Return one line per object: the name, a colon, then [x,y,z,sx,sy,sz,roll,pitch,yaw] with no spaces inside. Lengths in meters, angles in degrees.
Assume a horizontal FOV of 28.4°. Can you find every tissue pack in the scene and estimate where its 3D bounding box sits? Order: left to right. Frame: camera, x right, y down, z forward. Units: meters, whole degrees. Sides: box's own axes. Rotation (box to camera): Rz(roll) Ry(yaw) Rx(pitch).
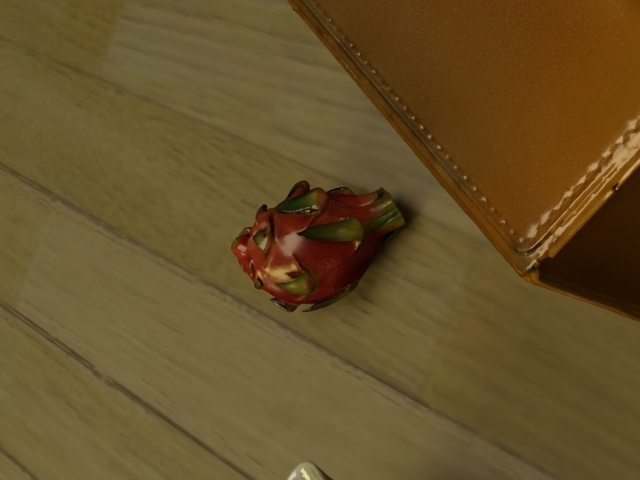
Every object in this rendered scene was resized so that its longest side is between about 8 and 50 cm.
tissue pack: [0.124,-0.101,0.682,0.145,0.194,0.274,-52,52,20]

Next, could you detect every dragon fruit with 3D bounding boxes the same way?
dragon fruit: [0.001,-0.001,0.848,0.116,0.086,0.081,-27,99,-3]

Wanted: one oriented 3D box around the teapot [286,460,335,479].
teapot: [0.062,0.223,0.726,0.145,0.092,0.226,-48,61,28]
